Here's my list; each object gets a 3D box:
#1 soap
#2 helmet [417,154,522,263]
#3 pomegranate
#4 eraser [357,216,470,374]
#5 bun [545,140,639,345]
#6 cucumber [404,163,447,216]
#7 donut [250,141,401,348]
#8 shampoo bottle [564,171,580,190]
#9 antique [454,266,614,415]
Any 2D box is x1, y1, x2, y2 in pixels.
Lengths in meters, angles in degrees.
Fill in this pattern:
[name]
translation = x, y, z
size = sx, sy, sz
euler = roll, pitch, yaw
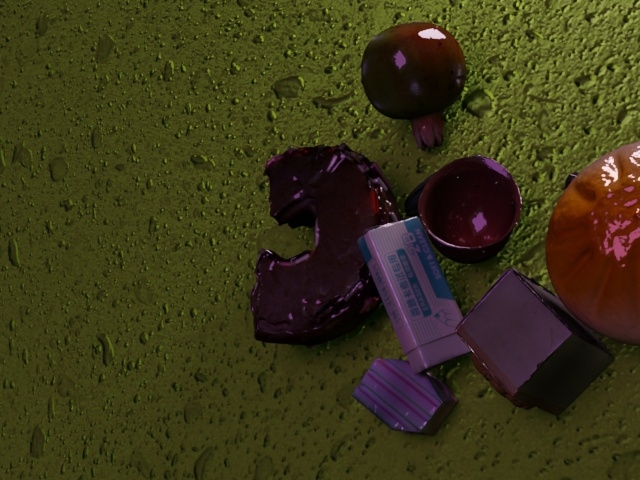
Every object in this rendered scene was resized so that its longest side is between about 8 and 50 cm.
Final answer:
[soap]
translation = 0.131, 0.238, 1.870
size = 0.149, 0.056, 0.100
euler = 35, 95, 41
[helmet]
translation = 0.227, -0.034, 1.881
size = 0.155, 0.106, 0.175
euler = 1, 58, 7
[pomegranate]
translation = 0.154, -0.248, 2.002
size = 0.180, 0.180, 0.210
euler = -8, 95, 34
[eraser]
translation = 0.142, 0.080, 1.854
size = 0.225, 0.095, 0.052
euler = 67, 152, 12
[bun]
translation = 0.441, -0.006, 1.650
size = 0.298, 0.165, 0.299
euler = -10, 68, 27
[cucumber]
translation = 0.175, -0.075, 1.979
size = 0.105, 0.048, 0.048
euler = -36, 54, 21
[donut]
translation = 0.020, 0.000, 2.006
size = 0.259, 0.136, 0.345
euler = -14, 64, 29
[shampoo bottle]
translation = 0.420, -0.066, 1.805
size = 0.137, 0.027, 0.048
euler = 25, 78, 40
[antique]
translation = 0.294, 0.148, 1.727
size = 0.148, 0.152, 0.147
euler = -48, 50, 13
